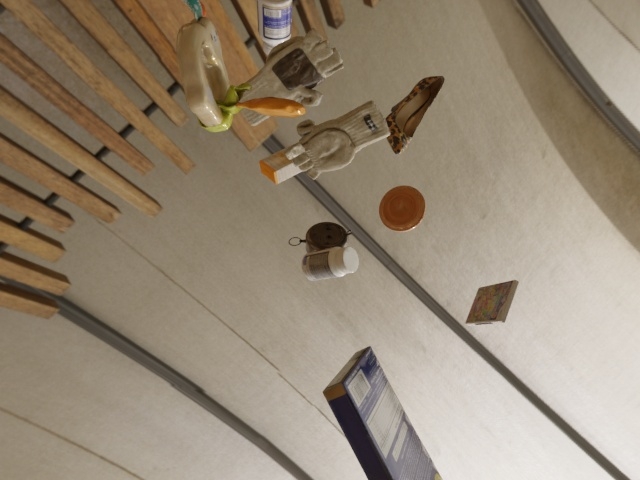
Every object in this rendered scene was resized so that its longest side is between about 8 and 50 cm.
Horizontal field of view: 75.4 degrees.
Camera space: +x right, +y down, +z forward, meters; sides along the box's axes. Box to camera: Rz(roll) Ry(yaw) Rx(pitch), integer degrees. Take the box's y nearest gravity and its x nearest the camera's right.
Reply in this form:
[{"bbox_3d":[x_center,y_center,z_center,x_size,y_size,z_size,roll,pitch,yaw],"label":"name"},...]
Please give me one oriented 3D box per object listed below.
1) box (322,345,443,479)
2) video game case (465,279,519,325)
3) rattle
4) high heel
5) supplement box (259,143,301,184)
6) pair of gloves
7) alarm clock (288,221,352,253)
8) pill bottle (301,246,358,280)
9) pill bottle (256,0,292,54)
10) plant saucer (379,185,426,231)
[{"bbox_3d":[0.091,0.267,0.546,0.036,0.136,0.225,-32,-97,21],"label":"box"},{"bbox_3d":[0.335,0.125,0.816,0.011,0.122,0.087,30,-108,-4],"label":"video game case"},{"bbox_3d":[-0.111,-0.249,0.526,0.142,0.130,0.200,-11,-104,23],"label":"rattle"},{"bbox_3d":[0.279,-0.372,1.207,0.186,0.093,0.261,-31,-146,40],"label":"high heel"},{"bbox_3d":[-0.077,-0.170,0.920,0.098,0.036,0.062,-31,-131,-23],"label":"supplement box"},{"bbox_3d":[-0.016,-0.235,0.750,0.204,0.240,0.042,-31,-153,28],"label":"pair of gloves"},{"bbox_3d":[0.000,0.000,1.234,0.191,0.064,0.129,-3,-137,1],"label":"alarm clock"},{"bbox_3d":[0.025,0.058,1.062,0.137,0.078,0.078,-13,-119,40],"label":"pill bottle"},{"bbox_3d":[-0.150,-0.712,1.357,0.111,0.187,0.112,3,-123,-5],"label":"pill bottle"},{"bbox_3d":[0.142,-0.056,0.725,0.083,0.013,0.084,-5,-102,26],"label":"plant saucer"}]
